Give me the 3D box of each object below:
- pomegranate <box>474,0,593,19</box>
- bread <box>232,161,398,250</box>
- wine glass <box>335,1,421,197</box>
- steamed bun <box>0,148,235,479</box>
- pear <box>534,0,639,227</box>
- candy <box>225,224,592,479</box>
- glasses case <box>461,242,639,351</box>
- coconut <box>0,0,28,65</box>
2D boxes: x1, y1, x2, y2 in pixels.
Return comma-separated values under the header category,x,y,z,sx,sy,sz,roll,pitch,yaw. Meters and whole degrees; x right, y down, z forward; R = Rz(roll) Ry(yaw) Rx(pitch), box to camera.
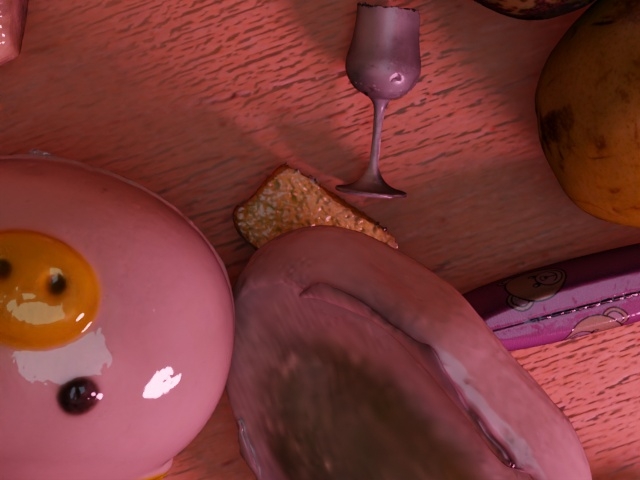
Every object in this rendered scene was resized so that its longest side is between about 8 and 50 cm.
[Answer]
category,x,y,z,sx,sy,sz,roll,pitch,yaw
pomegranate,0.248,-0.354,1.821,0.341,0.285,0.285,3,98,-36
bread,0.000,0.000,1.916,0.187,0.065,0.103,33,91,-7
wine glass,0.061,-0.144,1.895,0.079,0.079,0.195,5,98,-6
steamed bun,-0.270,0.083,1.778,0.374,0.334,0.334,14,95,1
pear,0.349,-0.142,1.835,0.284,0.283,0.283,-1,97,-5
candy,0.076,0.172,1.818,0.186,0.386,0.427,-41,99,-40
glasses case,0.276,0.056,1.918,0.316,0.123,0.075,-14,97,-3
coconut,-0.404,-0.259,1.762,0.259,0.259,0.259,-1,97,-5
